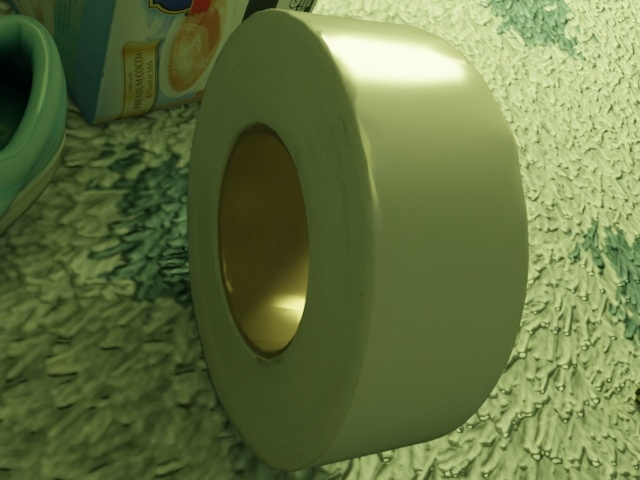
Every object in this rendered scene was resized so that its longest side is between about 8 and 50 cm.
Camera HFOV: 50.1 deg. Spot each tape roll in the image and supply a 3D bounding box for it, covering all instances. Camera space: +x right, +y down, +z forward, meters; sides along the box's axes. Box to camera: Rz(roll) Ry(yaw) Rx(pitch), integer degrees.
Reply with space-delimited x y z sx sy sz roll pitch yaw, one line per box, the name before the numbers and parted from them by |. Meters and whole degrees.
tape roll | 0.000 0.000 0.453 0.100 0.286 0.286 -3 58 -29

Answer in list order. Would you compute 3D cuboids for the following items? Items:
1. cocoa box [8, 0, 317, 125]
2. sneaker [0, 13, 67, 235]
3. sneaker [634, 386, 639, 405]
cocoa box | -0.125 -0.309 0.574 0.228 0.347 0.231 -25 71 -37
sneaker | -0.272 -0.018 0.418 0.135 0.150 0.365 21 50 -10
sneaker | 0.347 0.167 0.665 0.035 0.031 0.083 -31 74 -39
